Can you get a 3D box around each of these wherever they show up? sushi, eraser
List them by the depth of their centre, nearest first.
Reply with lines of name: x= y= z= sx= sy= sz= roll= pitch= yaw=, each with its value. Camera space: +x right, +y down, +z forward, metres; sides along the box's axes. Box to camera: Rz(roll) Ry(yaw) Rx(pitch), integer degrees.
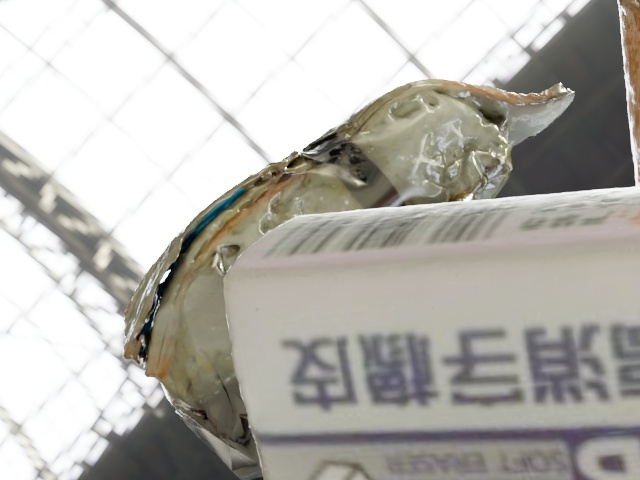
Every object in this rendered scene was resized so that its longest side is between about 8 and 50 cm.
eraser: x=0.084 y=0.049 z=0.567 sx=0.210 sy=0.124 sz=0.068 roll=-4 pitch=-163 yaw=28
sushi: x=0.009 y=-0.012 z=0.940 sx=0.273 sy=0.109 sz=0.134 roll=-49 pitch=176 yaw=-16

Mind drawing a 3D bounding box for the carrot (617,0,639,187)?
carrot: x=0.365 y=-0.107 z=1.724 sx=0.196 sy=0.196 sz=0.254 roll=24 pitch=-59 yaw=59
